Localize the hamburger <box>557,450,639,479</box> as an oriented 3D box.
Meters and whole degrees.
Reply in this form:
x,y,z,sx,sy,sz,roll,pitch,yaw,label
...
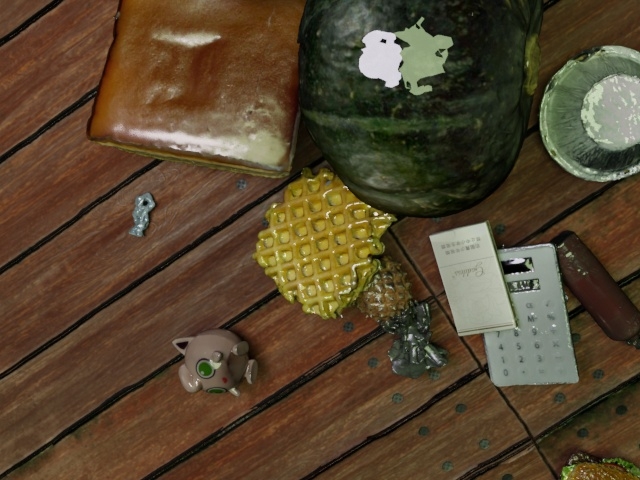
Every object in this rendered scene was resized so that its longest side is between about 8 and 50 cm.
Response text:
x,y,z,sx,sy,sz,roll,pitch,yaw,label
0.522,0.463,1.139,0.166,0.087,0.137,20,97,0,hamburger

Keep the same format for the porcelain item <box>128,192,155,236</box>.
x,y,z,sx,sy,sz,roll,pitch,yaw,label
-0.331,-0.049,1.143,0.036,0.028,0.083,17,96,-17,porcelain item

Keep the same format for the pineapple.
x,y,z,sx,sy,sz,roll,pitch,yaw,label
0.143,0.143,1.113,0.111,0.119,0.237,-42,101,-38,pineapple

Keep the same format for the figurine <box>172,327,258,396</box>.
x,y,z,sx,sy,sz,roll,pitch,yaw,label
-0.190,0.222,1.122,0.138,0.125,0.125,-7,97,16,figurine

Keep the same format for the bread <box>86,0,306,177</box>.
x,y,z,sx,sy,sz,roll,pitch,yaw,label
-0.181,-0.279,1.023,0.333,0.143,0.324,9,83,0,bread

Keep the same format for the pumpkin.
x,y,z,sx,sy,sz,roll,pitch,yaw,label
0.139,-0.250,0.897,0.344,0.454,0.454,5,97,20,pumpkin

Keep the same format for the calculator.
x,y,z,sx,sy,sz,roll,pitch,yaw,label
0.363,0.133,1.109,0.161,0.021,0.262,-10,96,30,calculator

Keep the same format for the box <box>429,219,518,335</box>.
x,y,z,sx,sy,sz,roll,pitch,yaw,label
0.275,0.070,1.111,0.109,0.029,0.198,-15,95,30,box

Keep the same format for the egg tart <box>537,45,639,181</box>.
x,y,z,sx,sy,sz,roll,pitch,yaw,label
0.495,-0.216,1.059,0.234,0.094,0.234,0,99,1,egg tart

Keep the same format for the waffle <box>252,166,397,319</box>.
x,y,z,sx,sy,sz,roll,pitch,yaw,label
-0.001,0.000,1.077,0.254,0.052,0.245,37,100,31,waffle

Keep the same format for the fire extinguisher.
x,y,z,sx,sy,sz,roll,pitch,yaw,label
0.509,0.096,1.110,0.268,0.072,0.089,50,59,-3,fire extinguisher
